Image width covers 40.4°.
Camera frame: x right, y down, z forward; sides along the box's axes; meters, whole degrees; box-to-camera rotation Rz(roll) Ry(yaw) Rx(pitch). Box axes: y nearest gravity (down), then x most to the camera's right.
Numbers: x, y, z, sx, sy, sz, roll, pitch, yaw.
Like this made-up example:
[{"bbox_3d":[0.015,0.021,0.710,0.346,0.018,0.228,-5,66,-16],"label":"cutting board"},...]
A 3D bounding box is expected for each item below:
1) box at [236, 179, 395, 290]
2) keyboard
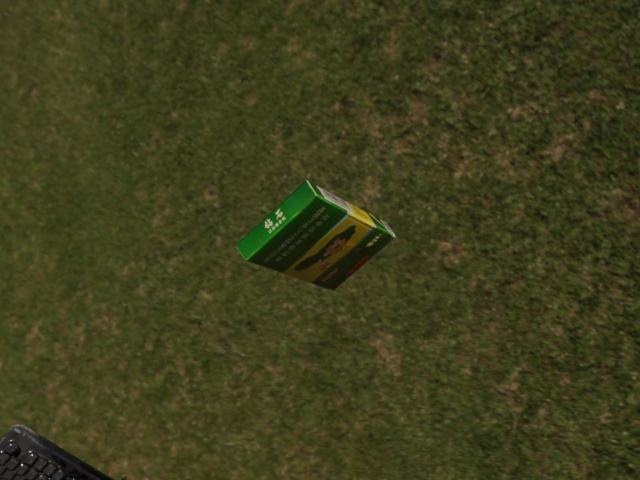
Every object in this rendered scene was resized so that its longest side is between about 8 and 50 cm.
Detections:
[{"bbox_3d":[0.000,0.000,1.197,0.132,0.235,0.034,-43,60,15],"label":"box"},{"bbox_3d":[-0.205,0.252,0.785,0.093,0.230,0.025,-50,23,3],"label":"keyboard"}]
